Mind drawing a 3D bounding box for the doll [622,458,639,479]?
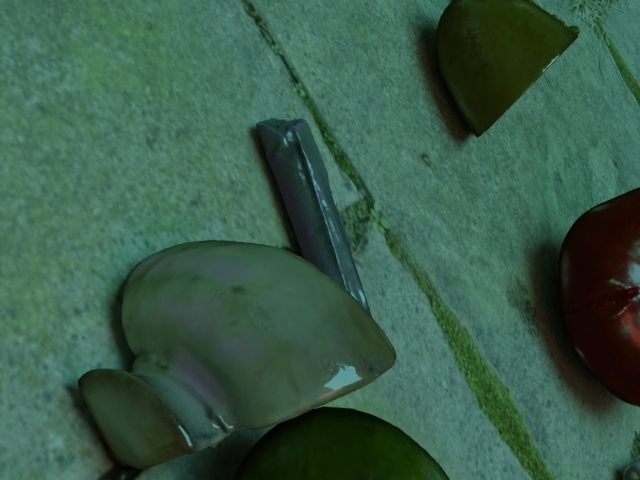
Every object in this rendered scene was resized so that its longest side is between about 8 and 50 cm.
[{"bbox_3d":[0.439,0.317,1.319,0.127,0.084,0.073,-3,71,-60],"label":"doll"}]

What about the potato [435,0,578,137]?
[{"bbox_3d":[0.225,-0.254,1.331,0.203,0.178,0.158,-40,87,-29],"label":"potato"}]

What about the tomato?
[{"bbox_3d":[0.450,0.073,1.349,0.226,0.298,0.299,112,-44,-84],"label":"tomato"}]

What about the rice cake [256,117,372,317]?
[{"bbox_3d":[0.001,0.000,0.982,0.055,0.049,0.270,7,63,-74],"label":"rice cake"}]

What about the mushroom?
[{"bbox_3d":[-0.056,0.059,0.773,0.236,0.173,0.162,-19,83,-54],"label":"mushroom"}]

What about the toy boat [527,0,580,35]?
[{"bbox_3d":[0.249,-0.388,1.481,0.318,0.099,0.141,40,39,-26],"label":"toy boat"}]

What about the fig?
[{"bbox_3d":[0.018,0.209,0.775,0.181,0.181,0.191,48,17,-22],"label":"fig"}]
